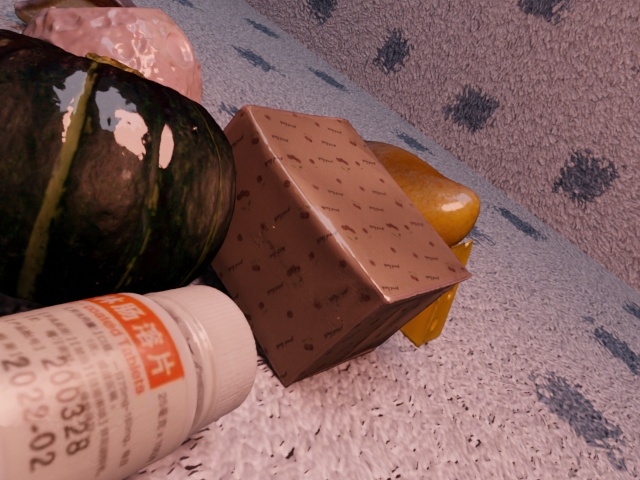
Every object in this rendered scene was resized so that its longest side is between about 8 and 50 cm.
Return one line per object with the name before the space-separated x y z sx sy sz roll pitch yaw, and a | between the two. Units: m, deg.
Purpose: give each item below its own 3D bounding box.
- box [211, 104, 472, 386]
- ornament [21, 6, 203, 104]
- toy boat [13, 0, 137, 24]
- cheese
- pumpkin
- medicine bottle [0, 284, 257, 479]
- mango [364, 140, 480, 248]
box | 0.000 0.000 0.752 0.225 0.190 0.297 -7 55 -54
ornament | -0.294 -0.212 0.814 0.259 0.225 0.259 1 22 0
toy boat | -0.521 -0.498 1.295 0.276 0.111 0.293 19 39 -28
cheese | 0.180 0.064 0.930 0.126 0.171 0.093 45 29 24
pumpkin | -0.246 -0.067 0.580 0.323 0.241 0.323 19 11 -4
medicine bottle | -0.173 0.116 0.439 0.144 0.144 0.252 43 24 24
mango | 0.114 -0.068 1.021 0.221 0.198 0.384 -31 31 -32
